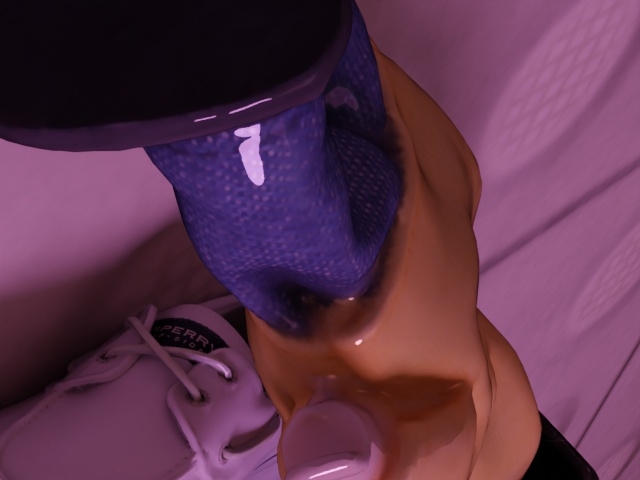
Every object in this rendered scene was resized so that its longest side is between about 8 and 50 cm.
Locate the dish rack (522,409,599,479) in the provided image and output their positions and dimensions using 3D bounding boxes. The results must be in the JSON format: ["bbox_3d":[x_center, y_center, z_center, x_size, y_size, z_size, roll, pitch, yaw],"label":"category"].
[{"bbox_3d":[-0.030,0.147,0.660,0.271,0.074,0.208,-27,-165,-4],"label":"dish rack"}]

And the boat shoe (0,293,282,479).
[{"bbox_3d":[-0.057,0.055,0.598,0.076,0.083,0.226,-67,167,16],"label":"boat shoe"}]

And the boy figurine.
[{"bbox_3d":[0.000,0.000,0.484,0.092,0.177,0.285,-12,148,8],"label":"boy figurine"}]
